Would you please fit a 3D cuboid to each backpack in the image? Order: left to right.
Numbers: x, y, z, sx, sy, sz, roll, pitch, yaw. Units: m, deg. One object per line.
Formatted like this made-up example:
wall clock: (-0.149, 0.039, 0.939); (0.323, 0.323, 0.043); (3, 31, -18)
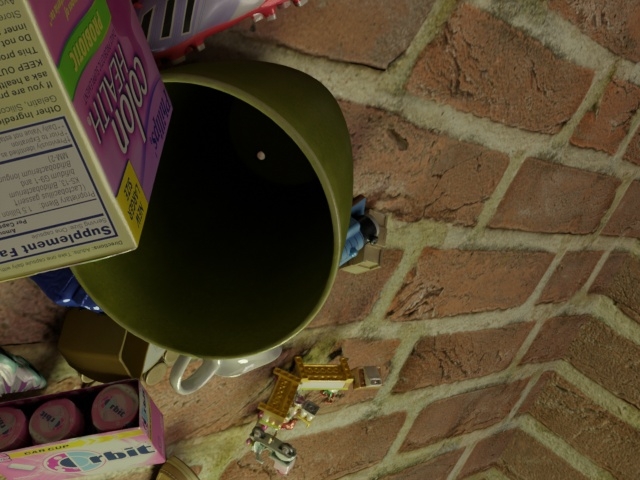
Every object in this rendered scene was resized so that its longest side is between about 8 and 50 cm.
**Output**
backpack: (-0.229, 0.034, 1.090); (0.098, 0.101, 0.120); (-50, 157, 7)

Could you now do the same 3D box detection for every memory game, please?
memory game: (-0.226, 0.132, 1.300); (0.186, 0.012, 0.186); (-37, 148, -29)

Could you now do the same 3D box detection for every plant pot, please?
plant pot: (-0.244, 0.111, 1.162); (0.081, 0.083, 0.081); (79, 17, -55)
plant pot: (-0.076, -0.073, 1.045); (0.293, 0.275, 0.274); (-56, 168, -61)

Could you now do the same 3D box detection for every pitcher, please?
pitcher: (-0.117, 0.095, 1.306); (0.178, 0.125, 0.207); (-37, 151, -33)

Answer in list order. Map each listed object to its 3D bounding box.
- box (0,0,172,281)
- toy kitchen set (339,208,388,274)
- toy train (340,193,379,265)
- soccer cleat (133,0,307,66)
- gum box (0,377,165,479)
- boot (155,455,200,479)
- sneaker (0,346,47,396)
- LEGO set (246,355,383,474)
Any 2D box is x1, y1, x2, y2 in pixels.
box: (-0.205, -0.134, 0.709); (0.117, 0.213, 0.242); (-12, 122, 7)
toy kitchen set: (0.051, -0.002, 1.571); (0.068, 0.075, 0.083); (17, 72, -24)
toy train: (0.000, 0.000, 1.400); (0.184, 0.105, 0.080); (-32, 146, -35)
soccer cleat: (-0.122, -0.231, 0.995); (0.248, 0.083, 0.095); (-29, 108, -25)
gum box: (-0.279, 0.218, 1.164); (0.189, 0.062, 0.107); (-11, 147, 2)
boot: (-0.267, 0.446, 1.516); (0.203, 0.095, 0.261); (-29, 148, -37)
sneaker: (-0.344, 0.157, 1.122); (0.069, 0.038, 0.098); (-48, 144, -6)
LEGO set: (-0.027, 0.267, 1.661); (0.287, 0.132, 0.107); (-31, 154, -48)
